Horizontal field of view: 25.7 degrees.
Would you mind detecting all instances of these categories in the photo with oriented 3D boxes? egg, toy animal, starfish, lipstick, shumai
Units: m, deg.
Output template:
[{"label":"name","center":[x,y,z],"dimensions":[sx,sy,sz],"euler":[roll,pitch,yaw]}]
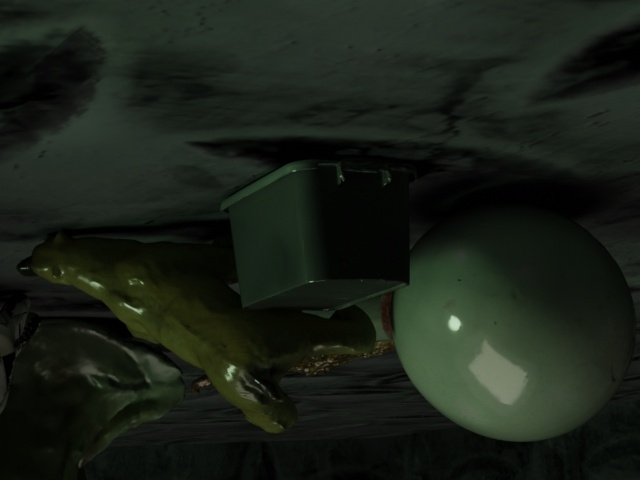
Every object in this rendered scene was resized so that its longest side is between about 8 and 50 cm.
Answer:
[{"label":"egg","center":[0.122,0.051,0.898],"dimensions":[0.151,0.151,0.209],"euler":[-8,162,19]},{"label":"toy animal","center":[-0.084,0.046,0.886],"dimensions":[0.219,0.103,0.101],"euler":[32,-167,29]},{"label":"starfish","center":[-0.019,0.122,1.485],"dimensions":[0.231,0.048,0.295],"euler":[-11,173,-17]},{"label":"lipstick","center":[0.037,0.069,1.209],"dimensions":[0.186,0.057,0.063],"euler":[-9,168,37]},{"label":"shumai","center":[-0.286,0.193,1.278],"dimensions":[0.288,0.292,0.330],"euler":[-42,156,20]}]

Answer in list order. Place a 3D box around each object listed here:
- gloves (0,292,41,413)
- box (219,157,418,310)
[{"label":"gloves","center":[-0.301,0.121,1.083],"dimensions":[0.212,0.111,0.128],"euler":[-25,-162,-39]},{"label":"box","center":[0.000,0.000,0.805],"dimensions":[0.084,0.069,0.122],"euler":[0,168,-27]}]
